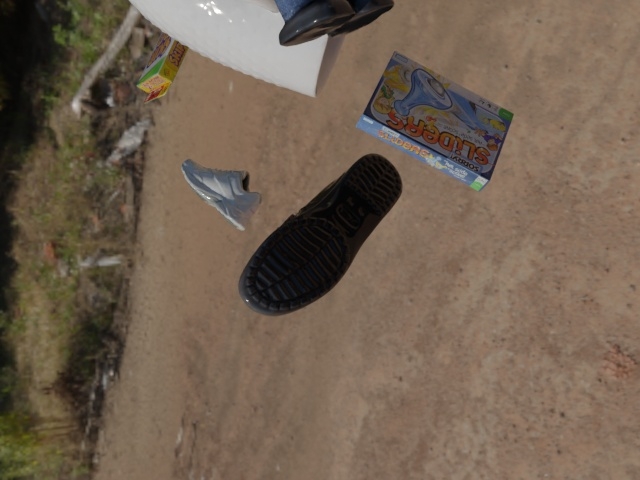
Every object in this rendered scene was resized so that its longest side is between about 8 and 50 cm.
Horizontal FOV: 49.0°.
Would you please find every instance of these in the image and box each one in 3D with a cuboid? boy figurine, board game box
[{"bbox_3d":[-0.024,-0.324,0.626,0.092,0.177,0.285,-11,97,56],"label":"boy figurine"},{"bbox_3d":[0.167,-0.173,1.013,0.136,0.201,0.035,-65,3,-29],"label":"board game box"},{"bbox_3d":[-0.249,-0.365,1.233,0.124,0.039,0.259,3,71,59],"label":"board game box"}]

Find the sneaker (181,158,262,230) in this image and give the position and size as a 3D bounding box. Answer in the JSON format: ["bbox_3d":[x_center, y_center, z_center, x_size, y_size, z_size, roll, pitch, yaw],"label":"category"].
[{"bbox_3d":[-0.218,-0.125,1.596,0.232,0.090,0.115,40,82,22],"label":"sneaker"}]

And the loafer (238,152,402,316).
[{"bbox_3d":[0.000,0.000,1.215,0.133,0.366,0.130,51,155,-5],"label":"loafer"}]

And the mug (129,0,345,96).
[{"bbox_3d":[-0.121,-0.376,0.979,0.374,0.328,0.276,-68,-2,-69],"label":"mug"}]
